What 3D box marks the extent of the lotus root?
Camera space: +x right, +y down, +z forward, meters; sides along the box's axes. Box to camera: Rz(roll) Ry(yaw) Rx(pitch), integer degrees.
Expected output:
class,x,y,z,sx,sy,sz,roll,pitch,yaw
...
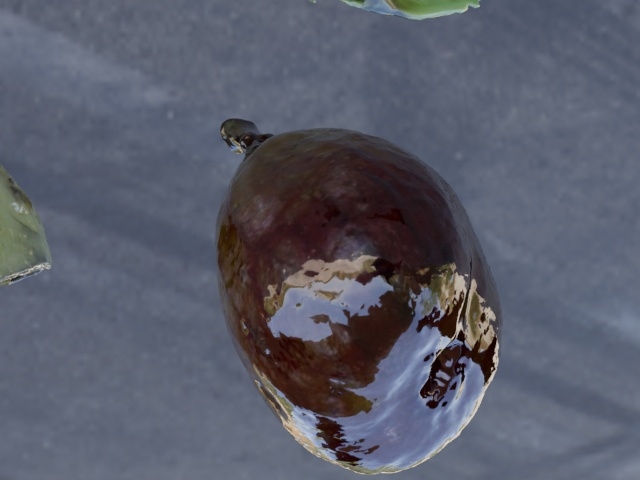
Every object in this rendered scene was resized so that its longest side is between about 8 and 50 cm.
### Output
class,x,y,z,sx,sy,sz,roll,pitch,yaw
lotus root,-0.260,-0.020,1.140,0.143,0.144,0.070,-29,-176,-28

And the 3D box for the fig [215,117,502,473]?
class,x,y,z,sx,sy,sz,roll,pitch,yaw
fig,0.002,-0.001,0.951,0.145,0.274,0.170,-33,133,0

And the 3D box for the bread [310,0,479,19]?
class,x,y,z,sx,sy,sz,roll,pitch,yaw
bread,0.115,-0.149,0.533,0.301,0.045,0.301,-22,169,-4
